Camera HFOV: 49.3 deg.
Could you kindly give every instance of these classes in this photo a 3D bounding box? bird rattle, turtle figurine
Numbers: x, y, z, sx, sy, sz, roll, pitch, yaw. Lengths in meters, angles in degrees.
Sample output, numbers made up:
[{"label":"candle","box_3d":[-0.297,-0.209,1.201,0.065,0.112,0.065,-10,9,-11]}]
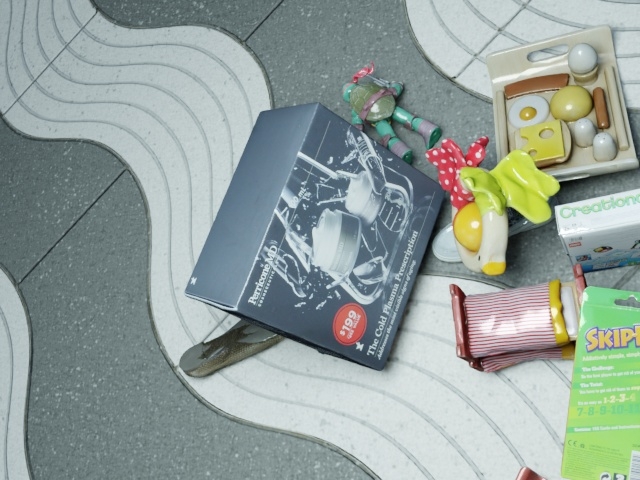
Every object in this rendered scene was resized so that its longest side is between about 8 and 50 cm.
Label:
[{"label":"bird rattle","box_3d":[0.236,-0.054,1.084,0.253,0.143,0.206,-148,56,-68]},{"label":"turtle figurine","box_3d":[0.110,-0.242,1.350,0.175,0.118,0.234,-47,64,3]}]

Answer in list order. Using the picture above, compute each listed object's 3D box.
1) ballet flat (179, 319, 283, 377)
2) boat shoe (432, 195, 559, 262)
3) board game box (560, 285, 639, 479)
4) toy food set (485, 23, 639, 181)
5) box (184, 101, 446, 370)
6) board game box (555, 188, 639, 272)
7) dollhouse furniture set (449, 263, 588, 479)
[{"label":"ballet flat","box_3d":[-0.154,0.202,1.342,0.250,0.058,0.084,-27,39,8]},{"label":"boat shoe","box_3d":[0.291,-0.034,1.193,0.228,0.081,0.079,-24,62,16]},{"label":"board game box","box_3d":[0.398,0.196,0.925,0.124,0.039,0.259,7,91,18]},{"label":"toy food set","box_3d":[0.398,-0.226,1.184,0.220,0.092,0.305,-9,54,22]},{"label":"box","box_3d":[0.000,0.000,1.163,0.179,0.313,0.343,6,72,55]},{"label":"board game box","box_3d":[0.513,-0.026,1.015,0.306,0.193,0.053,-12,66,21]},{"label":"dollhouse furniture set","box_3d":[0.326,0.241,1.025,0.202,0.152,0.373,-14,65,21]}]
